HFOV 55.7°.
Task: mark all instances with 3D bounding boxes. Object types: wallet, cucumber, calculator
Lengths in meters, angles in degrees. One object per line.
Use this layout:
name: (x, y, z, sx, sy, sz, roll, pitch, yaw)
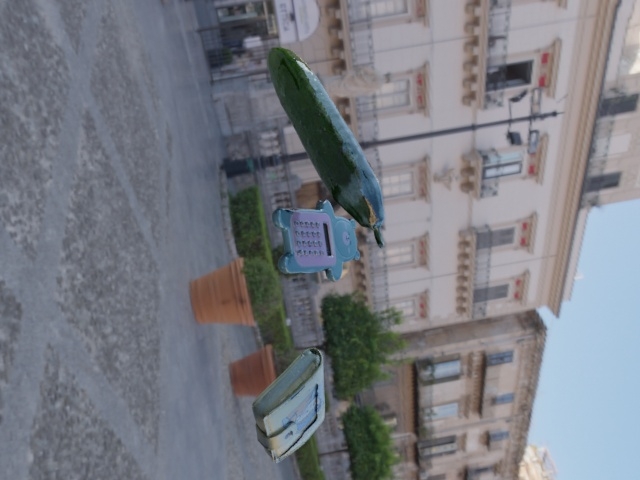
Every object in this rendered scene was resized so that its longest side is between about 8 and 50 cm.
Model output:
wallet: (-0.033, 0.215, 0.767, 0.039, 0.110, 0.155, 33, -31, 27)
cucumber: (0.011, -0.104, 0.636, 0.250, 0.056, 0.056, 60, -4, 6)
calculator: (0.000, 0.000, 0.667, 0.141, 0.019, 0.094, -1, 80, -52)
